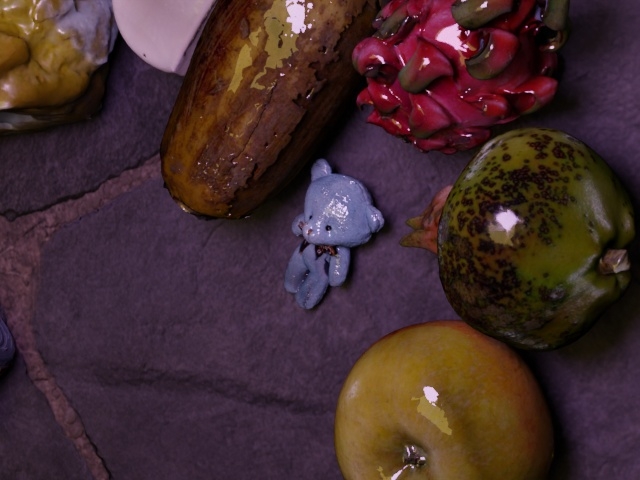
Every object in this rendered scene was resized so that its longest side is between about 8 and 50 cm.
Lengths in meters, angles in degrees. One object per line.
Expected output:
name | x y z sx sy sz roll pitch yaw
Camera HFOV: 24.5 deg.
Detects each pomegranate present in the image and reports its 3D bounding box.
pomegranate | 0.212 -0.002 1.546 0.204 0.276 0.222 20 86 -9

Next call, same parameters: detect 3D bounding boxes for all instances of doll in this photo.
doll | -0.002 0.000 1.728 0.120 0.075 0.179 44 116 25

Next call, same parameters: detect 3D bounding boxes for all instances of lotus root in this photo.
lotus root | -0.050 -0.194 1.666 0.179 0.196 0.397 37 114 11

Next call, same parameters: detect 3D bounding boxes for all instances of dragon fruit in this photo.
dragon fruit | 0.147 -0.185 1.514 0.218 0.273 0.198 12 90 -13

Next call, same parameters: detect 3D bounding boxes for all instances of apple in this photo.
apple | 0.129 0.212 1.589 0.261 0.194 0.260 11 111 30

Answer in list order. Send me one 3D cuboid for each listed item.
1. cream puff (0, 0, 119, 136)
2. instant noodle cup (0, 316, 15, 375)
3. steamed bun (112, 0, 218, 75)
cream puff | -0.439 -0.269 1.844 0.378 0.378 0.275 -11 89 33
instant noodle cup | -0.503 0.152 2.027 0.125 0.177 0.208 -40 105 14
steamed bun | -0.138 -0.325 1.737 0.164 0.146 0.241 45 117 22
